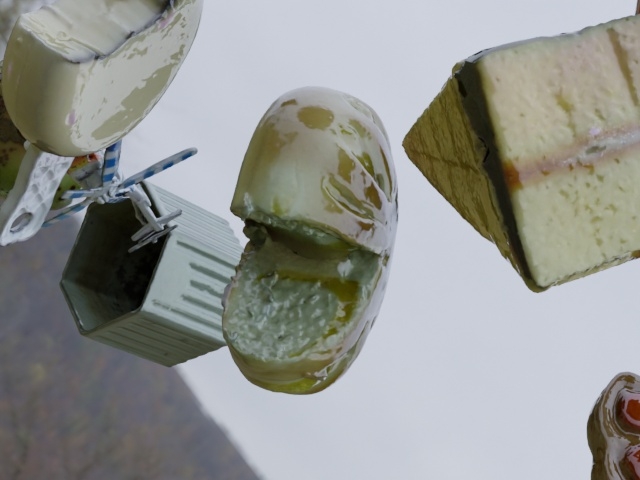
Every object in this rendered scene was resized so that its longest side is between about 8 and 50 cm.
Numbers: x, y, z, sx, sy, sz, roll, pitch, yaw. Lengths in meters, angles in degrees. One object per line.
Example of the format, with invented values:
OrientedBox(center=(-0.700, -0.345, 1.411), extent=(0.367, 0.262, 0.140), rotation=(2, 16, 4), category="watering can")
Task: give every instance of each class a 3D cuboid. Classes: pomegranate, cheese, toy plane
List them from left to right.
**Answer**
OrientedBox(center=(-0.394, -0.172, 2.209), extent=(0.222, 0.204, 0.276), rotation=(46, -48, -7), category="pomegranate")
OrientedBox(center=(-0.169, -0.106, 1.143), extent=(0.071, 0.163, 0.249), rotation=(40, -42, 18), category="cheese")
OrientedBox(center=(-0.198, -0.074, 1.472), extent=(0.273, 0.182, 0.107), rotation=(6, 54, -64), category="toy plane")

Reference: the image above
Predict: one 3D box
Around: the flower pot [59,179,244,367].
OrientedBox(center=(-0.237, 0.051, 2.223), extent=(0.209, 0.239, 0.189), rotation=(13, -9, 47), category="flower pot")

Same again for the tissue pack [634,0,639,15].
OrientedBox(center=(0.395, -0.247, 1.388), extent=(0.145, 0.275, 0.194), rotation=(28, -31, -26), category="tissue pack")

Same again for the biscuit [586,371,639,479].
OrientedBox(center=(0.442, 0.239, 1.560), extent=(0.074, 0.358, 0.381), rotation=(124, -37, -54), category="biscuit")

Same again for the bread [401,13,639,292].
OrientedBox(center=(0.173, -0.047, 1.117), extent=(0.264, 0.167, 0.163), rotation=(125, -52, -80), category="bread")

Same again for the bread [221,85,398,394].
OrientedBox(center=(0.000, 0.000, 1.664), extent=(0.160, 0.333, 0.333), rotation=(9, -29, 11), category="bread")
